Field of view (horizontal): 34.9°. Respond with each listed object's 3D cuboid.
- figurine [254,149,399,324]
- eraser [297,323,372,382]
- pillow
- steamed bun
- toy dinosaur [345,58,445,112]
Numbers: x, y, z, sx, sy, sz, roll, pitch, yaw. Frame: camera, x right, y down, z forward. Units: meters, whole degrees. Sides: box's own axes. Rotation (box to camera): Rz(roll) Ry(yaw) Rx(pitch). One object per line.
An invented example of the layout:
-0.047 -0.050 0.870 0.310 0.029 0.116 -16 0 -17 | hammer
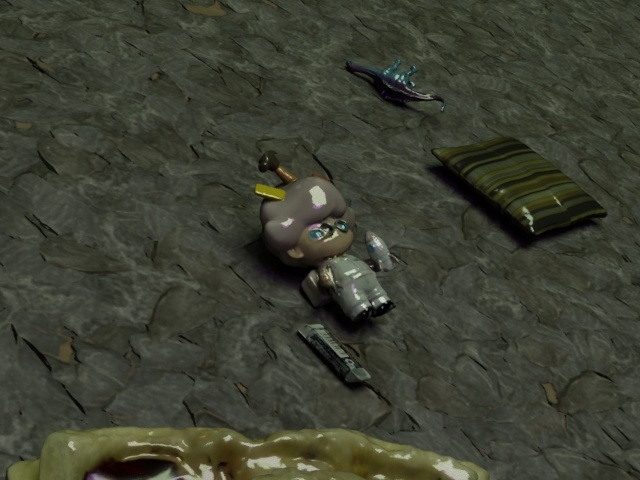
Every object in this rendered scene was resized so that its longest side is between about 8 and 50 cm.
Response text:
0.000 0.000 1.183 0.137 0.112 0.229 -21 65 -36 | figurine
0.014 0.121 1.094 0.099 0.019 0.027 45 25 29 | eraser
0.300 -0.087 1.524 0.208 0.052 0.212 -12 47 -46 | pillow
-0.016 0.237 0.774 0.428 0.189 0.247 10 43 -20 | steamed bun
0.128 -0.258 1.676 0.197 0.045 0.080 30 46 23 | toy dinosaur
